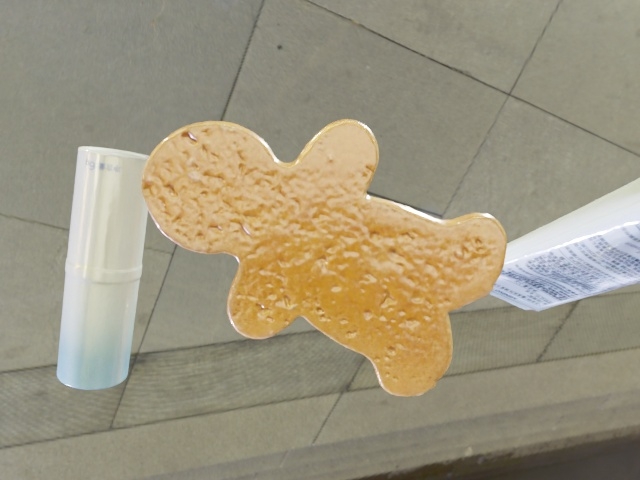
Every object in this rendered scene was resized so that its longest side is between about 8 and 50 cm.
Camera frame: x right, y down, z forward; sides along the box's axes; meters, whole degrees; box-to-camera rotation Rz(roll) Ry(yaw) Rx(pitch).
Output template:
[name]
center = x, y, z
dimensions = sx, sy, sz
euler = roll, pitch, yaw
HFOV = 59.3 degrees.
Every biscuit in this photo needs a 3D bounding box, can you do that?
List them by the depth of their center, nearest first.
[biscuit]
center = 0.000, 0.000, 0.388
dimensions = 0.250, 0.036, 0.165
euler = 26, 102, -10

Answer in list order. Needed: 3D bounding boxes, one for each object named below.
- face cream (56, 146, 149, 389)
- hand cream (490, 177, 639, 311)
[face cream]
center = -0.232, 0.029, 0.604
dimensions = 0.077, 0.077, 0.250
euler = 7, 101, -21
[hand cream]
center = 0.260, 0.001, 0.504
dimensions = 0.124, 0.078, 0.340
euler = 23, 154, -15
